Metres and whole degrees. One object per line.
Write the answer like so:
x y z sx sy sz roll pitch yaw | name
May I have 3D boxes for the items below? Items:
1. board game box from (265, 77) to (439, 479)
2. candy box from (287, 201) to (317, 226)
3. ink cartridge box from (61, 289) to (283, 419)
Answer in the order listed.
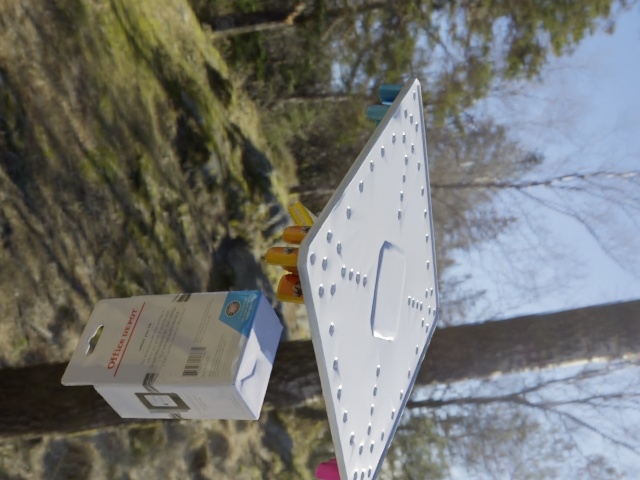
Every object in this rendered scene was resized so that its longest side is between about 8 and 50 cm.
0.061 0.060 0.985 0.390 0.050 0.389 -58 146 -48 | board game box
0.000 0.000 1.257 0.105 0.027 0.206 55 3 7 | candy box
-0.136 0.107 0.762 0.060 0.180 0.104 64 30 -43 | ink cartridge box
